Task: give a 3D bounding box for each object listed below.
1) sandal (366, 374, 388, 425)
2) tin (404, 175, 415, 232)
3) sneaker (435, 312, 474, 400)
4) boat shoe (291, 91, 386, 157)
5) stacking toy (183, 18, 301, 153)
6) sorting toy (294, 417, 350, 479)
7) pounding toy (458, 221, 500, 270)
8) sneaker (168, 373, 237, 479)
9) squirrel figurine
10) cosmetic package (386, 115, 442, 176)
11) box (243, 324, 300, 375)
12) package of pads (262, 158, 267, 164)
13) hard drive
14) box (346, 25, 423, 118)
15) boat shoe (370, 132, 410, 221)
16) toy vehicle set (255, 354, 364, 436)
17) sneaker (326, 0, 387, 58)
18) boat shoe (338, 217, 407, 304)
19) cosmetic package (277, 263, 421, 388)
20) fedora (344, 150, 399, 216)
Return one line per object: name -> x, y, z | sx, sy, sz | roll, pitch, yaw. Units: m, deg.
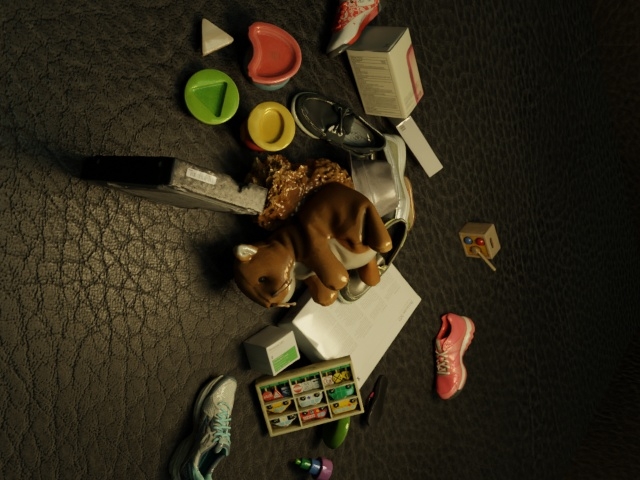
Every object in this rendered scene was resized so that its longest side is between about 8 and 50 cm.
sandal -> 0.175, 0.515, 2.184 | 0.067, 0.040, 0.179 | 57, 41, -39
tin -> 0.257, -0.116, 2.197 | 0.106, 0.040, 0.190 | -21, 109, -39
sneaker -> 0.445, 0.405, 2.414 | 0.136, 0.116, 0.314 | 28, 67, -33
boat shoe -> 0.064, -0.324, 1.918 | 0.340, 0.113, 0.127 | 30, 73, -43
stacking toy -> -0.199, -0.380, 1.685 | 0.279, 0.130, 0.309 | 11, 82, -20
sorting toy -> 0.010, 0.503, 1.977 | 0.126, 0.127, 0.366 | 25, 73, -21
pounding toy -> 0.587, 0.021, 2.485 | 0.100, 0.130, 0.141 | -44, 124, -34
sneaker -> -0.256, 0.471, 1.666 | 0.110, 0.122, 0.283 | 35, 69, -43
squirrel figurine -> -0.063, -0.018, 1.718 | 0.370, 0.281, 0.397 | -21, 76, -10
cosmetic package -> 0.300, -0.317, 2.166 | 0.060, 0.099, 0.239 | -38, 128, 5
box -> -0.129, 0.288, 1.793 | 0.101, 0.102, 0.087 | -29, 113, -39
package of pads -> -0.126, -0.173, 1.797 | 0.050, 0.032, 0.083 | -47, 125, -32
hard drive -> -0.306, -0.114, 1.398 | 0.237, 0.339, 0.064 | 17, 84, -46
box -> 0.190, -0.489, 1.976 | 0.127, 0.148, 0.232 | -54, 141, -29
boat shoe -> 0.200, -0.169, 2.083 | 0.103, 0.118, 0.321 | 1, 89, -40
toy vehicle set -> -0.028, 0.420, 1.838 | 0.266, 0.035, 0.166 | -15, 109, -1
sneaker -> 0.066, -0.644, 1.914 | 0.145, 0.090, 0.270 | 48, 68, -23
boat shoe -> 0.147, 0.050, 1.920 | 0.109, 0.091, 0.305 | 45, 59, -17
cosmetic package -> 0.093, 0.205, 1.963 | 0.284, 0.097, 0.377 | 49, 58, -13
fedora -> 0.150, -0.143, 1.918 | 0.124, 0.275, 0.244 | -14, 100, 0
